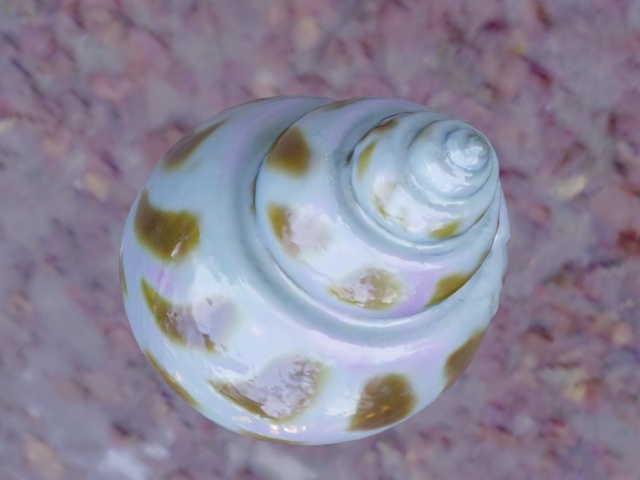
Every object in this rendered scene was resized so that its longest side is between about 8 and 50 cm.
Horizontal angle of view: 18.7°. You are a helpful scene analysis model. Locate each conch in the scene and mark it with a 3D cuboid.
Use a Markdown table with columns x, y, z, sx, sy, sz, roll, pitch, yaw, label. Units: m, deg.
| x | y | z | sx | sy | sz | roll | pitch | yaw | label |
| --- | --- | --- | --- | --- | --- | --- | --- | --- | --- |
| -0.001 | 0.000 | 1.199 | 0.368 | 0.249 | 0.197 | -15 | 144 | 38 | conch |
